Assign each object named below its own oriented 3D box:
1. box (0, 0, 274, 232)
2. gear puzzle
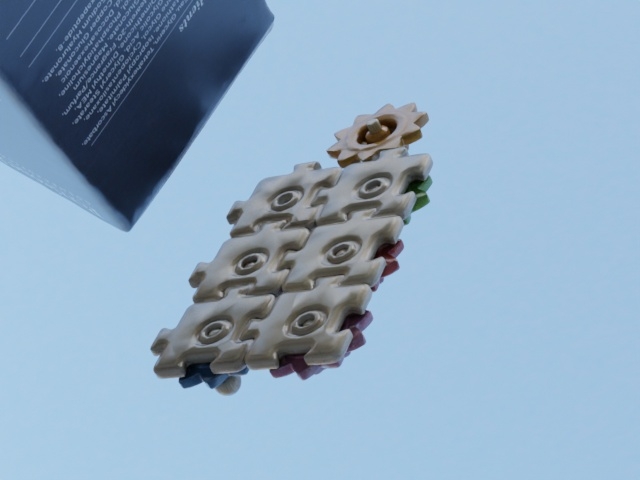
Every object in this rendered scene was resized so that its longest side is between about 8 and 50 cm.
[{"bbox_3d":[-0.246,-0.221,1.313,0.293,0.395,0.212,28,-102,23],"label":"box"},{"bbox_3d":[0.000,0.000,1.467,0.175,0.339,0.044,-8,-55,29],"label":"gear puzzle"}]
